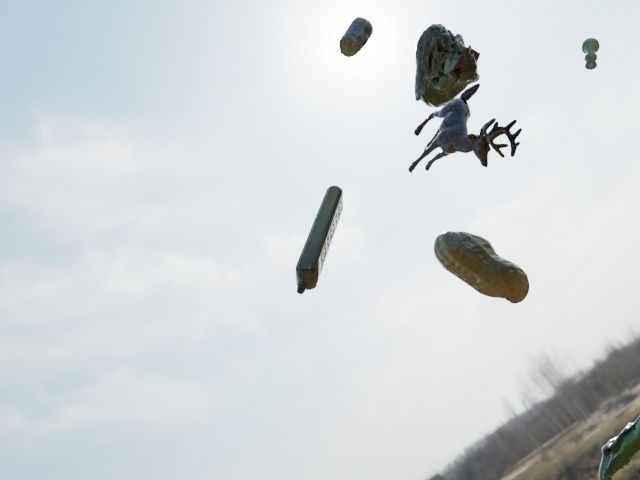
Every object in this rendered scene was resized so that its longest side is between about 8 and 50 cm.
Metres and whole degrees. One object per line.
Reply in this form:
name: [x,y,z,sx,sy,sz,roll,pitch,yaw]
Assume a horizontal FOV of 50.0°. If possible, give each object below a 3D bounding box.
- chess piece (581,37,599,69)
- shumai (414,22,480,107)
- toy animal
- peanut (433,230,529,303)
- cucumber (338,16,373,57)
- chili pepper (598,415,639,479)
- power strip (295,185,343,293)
chess piece: [0.651,-0.445,1.653,0.042,0.093,0.042,9,-39,8]
shumai: [0.404,-0.534,2.109,0.189,0.218,0.256,-15,-68,-34]
toy animal: [0.294,-0.233,1.457,0.087,0.243,0.260,23,-39,-30]
peanut: [0.298,0.046,1.272,0.093,0.194,0.083,-46,-16,-45]
cucumber: [0.085,-0.494,1.677,0.112,0.064,0.064,-59,-7,-34]
chili pepper: [0.575,0.336,1.197,0.076,0.085,0.359,-57,-15,-48]
power strip: [0.000,0.000,1.955,0.092,0.066,0.387,87,-161,-48]
